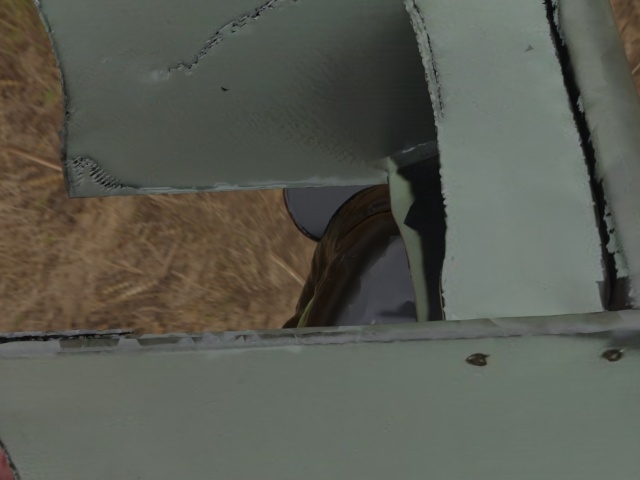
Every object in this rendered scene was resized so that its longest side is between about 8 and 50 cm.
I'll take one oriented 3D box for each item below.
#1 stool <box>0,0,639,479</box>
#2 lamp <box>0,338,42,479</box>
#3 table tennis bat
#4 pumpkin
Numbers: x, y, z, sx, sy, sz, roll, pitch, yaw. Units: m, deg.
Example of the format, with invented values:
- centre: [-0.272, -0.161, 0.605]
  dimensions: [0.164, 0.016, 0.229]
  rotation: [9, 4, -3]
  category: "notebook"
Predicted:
- centre: [0.000, 0.000, 0.650]
  dimensions: [0.270, 0.170, 0.243]
  rotation: [-3, 48, -2]
  category: "stool"
- centre: [-0.221, 0.184, 1.379]
  dimensions: [0.274, 0.177, 0.177]
  rotation: [7, 86, 20]
  category: "lamp"
- centre: [0.034, -0.055, 1.301]
  dimensions: [0.158, 0.014, 0.095]
  rotation: [-33, 89, -29]
  category: "table tennis bat"
- centre: [0.080, 0.109, 1.180]
  dimensions: [0.238, 0.315, 0.315]
  rotation: [24, 87, -12]
  category: "pumpkin"
